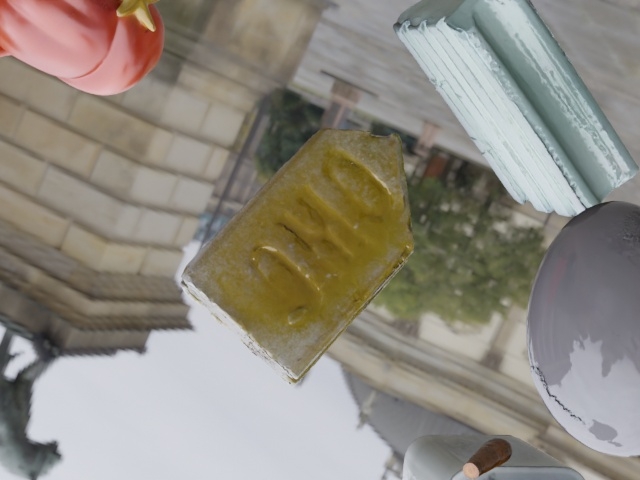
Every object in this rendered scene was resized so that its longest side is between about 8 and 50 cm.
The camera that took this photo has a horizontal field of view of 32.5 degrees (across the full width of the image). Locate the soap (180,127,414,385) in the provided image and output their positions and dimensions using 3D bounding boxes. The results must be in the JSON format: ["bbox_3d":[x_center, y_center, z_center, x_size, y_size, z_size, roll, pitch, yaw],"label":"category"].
[{"bbox_3d":[0.000,0.000,1.118,0.160,0.257,0.080,41,167,5],"label":"soap"}]

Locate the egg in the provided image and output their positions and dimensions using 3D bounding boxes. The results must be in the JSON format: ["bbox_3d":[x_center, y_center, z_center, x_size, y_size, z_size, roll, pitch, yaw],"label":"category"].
[{"bbox_3d":[0.235,0.068,0.858,0.146,0.199,0.146,0,167,0],"label":"egg"}]

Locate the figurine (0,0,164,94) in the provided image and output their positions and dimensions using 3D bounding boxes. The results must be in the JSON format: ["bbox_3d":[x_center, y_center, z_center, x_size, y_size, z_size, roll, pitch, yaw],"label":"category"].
[{"bbox_3d":[-0.228,-0.249,0.877,0.208,0.180,0.257,60,-164,-55],"label":"figurine"}]

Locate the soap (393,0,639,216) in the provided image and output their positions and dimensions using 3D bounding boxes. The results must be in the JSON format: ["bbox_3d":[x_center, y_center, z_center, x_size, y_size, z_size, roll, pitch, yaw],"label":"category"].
[{"bbox_3d":[0.196,-0.151,1.105,0.261,0.094,0.150,52,169,-21],"label":"soap"}]

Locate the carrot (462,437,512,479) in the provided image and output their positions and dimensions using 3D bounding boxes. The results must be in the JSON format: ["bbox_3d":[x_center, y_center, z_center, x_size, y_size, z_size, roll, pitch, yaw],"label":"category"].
[{"bbox_3d":[0.192,0.252,1.267,0.032,0.032,0.093,27,-158,27],"label":"carrot"}]

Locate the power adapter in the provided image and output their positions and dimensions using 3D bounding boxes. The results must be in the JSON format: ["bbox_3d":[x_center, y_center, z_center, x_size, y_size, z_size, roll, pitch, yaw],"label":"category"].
[{"bbox_3d":[0.225,0.329,1.376,0.187,0.124,0.255,2,-178,-12],"label":"power adapter"}]
